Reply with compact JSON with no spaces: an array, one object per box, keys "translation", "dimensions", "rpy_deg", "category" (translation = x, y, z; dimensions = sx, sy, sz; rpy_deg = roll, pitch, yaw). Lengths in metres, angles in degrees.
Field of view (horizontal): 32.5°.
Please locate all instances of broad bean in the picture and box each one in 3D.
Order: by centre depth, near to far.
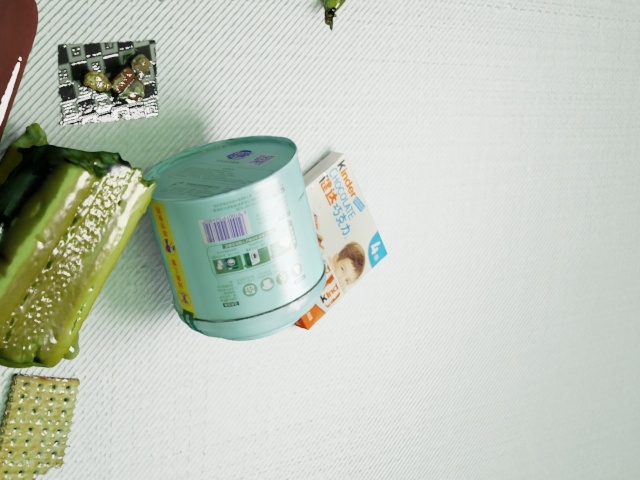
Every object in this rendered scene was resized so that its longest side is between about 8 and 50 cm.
[{"translation":[-0.443,0.166,1.891],"dimensions":[0.063,0.045,0.083],"rpy_deg":[-19,105,-40],"category":"broad bean"},{"translation":[0.085,-0.537,2.195],"dimensions":[0.075,0.067,0.325],"rpy_deg":[44,69,-7],"category":"broad bean"}]

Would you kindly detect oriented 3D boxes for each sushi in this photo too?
[{"translation":[-0.354,-0.269,1.874],"dimensions":[0.201,0.031,0.139],"rpy_deg":[-13,109,-40],"category":"sushi"}]

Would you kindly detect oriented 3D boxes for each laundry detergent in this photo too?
[{"translation":[-0.146,0.005,1.956],"dimensions":[0.287,0.287,0.305],"rpy_deg":[-30,119,-34],"category":"laundry detergent"}]

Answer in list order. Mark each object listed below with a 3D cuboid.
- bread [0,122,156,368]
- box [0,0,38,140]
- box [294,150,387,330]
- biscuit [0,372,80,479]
[{"translation":[-0.452,0.012,1.731],"dimensions":[0.251,0.208,0.376],"rpy_deg":[37,75,-49],"category":"bread"},{"translation":[-0.573,-0.241,1.625],"dimensions":[0.263,0.108,0.403],"rpy_deg":[22,87,-43],"category":"box"},{"translation":[0.000,0.000,2.253],"dimensions":[0.265,0.048,0.273],"rpy_deg":[-43,125,-26],"category":"box"},{"translation":[-0.493,0.330,1.903],"dimensions":[0.144,0.016,0.203],"rpy_deg":[11,92,-43],"category":"biscuit"}]
